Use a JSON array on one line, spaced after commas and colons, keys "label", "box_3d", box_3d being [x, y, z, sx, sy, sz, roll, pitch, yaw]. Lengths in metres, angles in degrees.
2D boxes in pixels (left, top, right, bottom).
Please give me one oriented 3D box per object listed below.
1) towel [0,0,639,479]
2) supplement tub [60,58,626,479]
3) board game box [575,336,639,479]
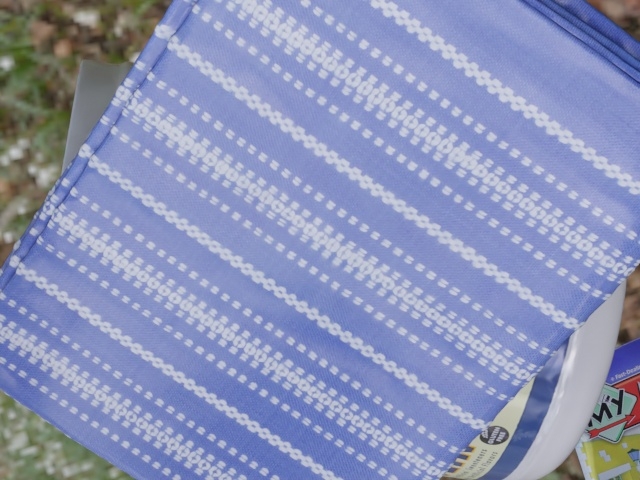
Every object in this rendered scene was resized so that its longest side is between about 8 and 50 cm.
[{"label": "towel", "box_3d": [0.000, 0.000, 0.727, 0.243, 0.040, 0.336, 34, 117, -8]}, {"label": "supplement tub", "box_3d": [-0.002, 0.015, 0.940, 0.235, 0.324, 0.235, -171, 90, -81]}, {"label": "board game box", "box_3d": [0.340, 0.130, 1.079, 0.317, 0.046, 0.213, -27, 55, 19]}]
